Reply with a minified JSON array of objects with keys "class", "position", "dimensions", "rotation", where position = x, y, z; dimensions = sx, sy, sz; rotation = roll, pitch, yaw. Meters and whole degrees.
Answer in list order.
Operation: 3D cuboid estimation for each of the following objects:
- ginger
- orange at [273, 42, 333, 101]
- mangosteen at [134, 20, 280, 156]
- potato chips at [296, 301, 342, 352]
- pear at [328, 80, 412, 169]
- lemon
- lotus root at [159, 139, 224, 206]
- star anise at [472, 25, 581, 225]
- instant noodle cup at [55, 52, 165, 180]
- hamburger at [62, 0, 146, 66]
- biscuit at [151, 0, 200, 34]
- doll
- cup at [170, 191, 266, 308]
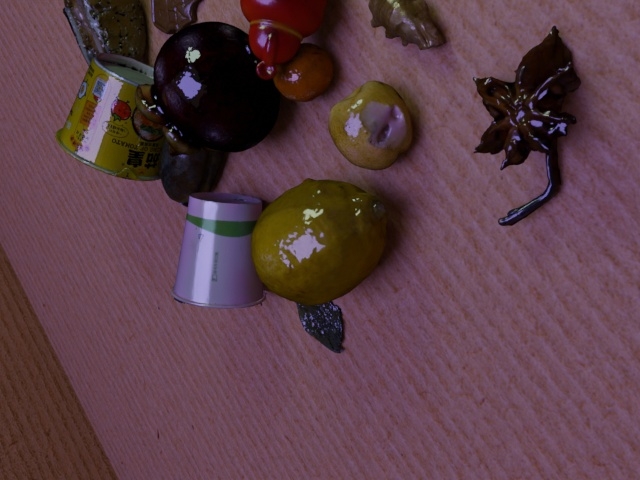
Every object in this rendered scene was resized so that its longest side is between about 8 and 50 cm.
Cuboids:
[{"class":"ginger","position":[0.154,-0.444,1.171],"dimensions":[0.115,0.081,0.206],"rotation":[-24,74,11]},{"class":"orange","position":[-0.036,-0.369,1.331],"dimensions":[0.135,0.117,0.136],"rotation":[-24,46,28]},{"class":"mangosteen","position":[-0.261,-0.333,1.407],"dimensions":[0.346,0.306,0.307],"rotation":[-36,76,23]},{"class":"potato chips","position":[-0.003,0.190,1.516],"dimensions":[0.142,0.026,0.209],"rotation":[-27,83,40]},{"class":"pear","position":[0.104,-0.229,1.221],"dimensions":[0.178,0.178,0.178],"rotation":[12,109,39]},{"class":"lemon","position":[-0.006,0.003,1.302],"dimensions":[0.316,0.285,0.286],"rotation":[156,96,-71]},{"class":"lotus root","position":[-0.355,-0.229,1.631],"dimensions":[0.160,0.151,0.275],"rotation":[45,126,29]},{"class":"star anise","position":[0.349,-0.187,1.032],"dimensions":[0.237,0.148,0.347],"rotation":[33,127,57]},{"class":"instant noodle cup","position":[-0.539,-0.351,1.675],"dimensions":[0.325,0.325,0.254],"rotation":[39,114,28]},{"class":"hamburger","position":[-0.607,-0.627,1.740],"dimensions":[0.167,0.192,0.288],"rotation":[22,141,42]},{"class":"biscuit","position":[-0.395,-0.658,1.632],"dimensions":[0.215,0.034,0.182],"rotation":[12,109,39]},{"class":"doll","position":[-0.073,-0.511,1.246],"dimensions":[0.160,0.182,0.363],"rotation":[-157,80,-82]},{"class":"cup","position":[-0.256,0.019,1.561],"dimensions":[0.253,0.253,0.274],"rotation":[14,103,39]}]
